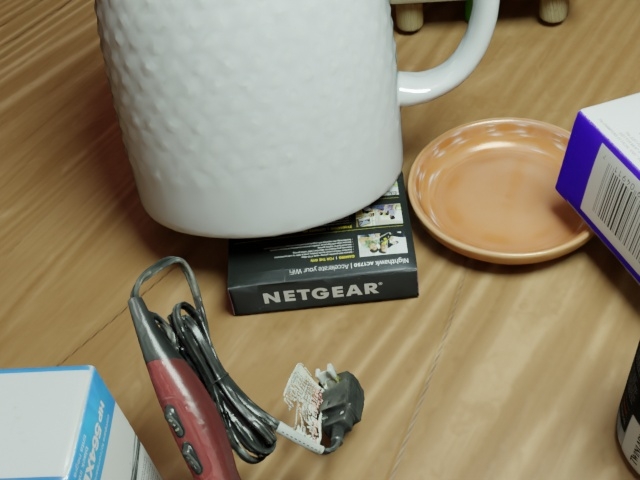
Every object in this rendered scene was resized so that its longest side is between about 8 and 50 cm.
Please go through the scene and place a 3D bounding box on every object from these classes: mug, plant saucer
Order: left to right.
[{"bbox_3d":[-0.022,-0.214,0.763,0.374,0.328,0.276,-5,30,5],"label":"mug"},{"bbox_3d":[0.188,-0.048,0.824,0.199,0.037,0.200,-4,46,5],"label":"plant saucer"}]

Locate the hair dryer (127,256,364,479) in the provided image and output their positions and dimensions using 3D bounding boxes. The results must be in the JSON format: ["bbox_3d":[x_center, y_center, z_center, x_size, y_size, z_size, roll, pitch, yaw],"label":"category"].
[{"bbox_3d":[-0.077,0.168,0.573,0.223,0.080,0.294,34,36,-18],"label":"hair dryer"}]

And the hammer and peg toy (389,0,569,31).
[{"bbox_3d":[0.258,-0.393,1.070,0.361,0.127,0.266,-2,46,6],"label":"hammer and peg toy"}]

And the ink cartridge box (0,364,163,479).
[{"bbox_3d":[-0.202,0.175,0.565,0.148,0.203,0.086,-4,49,5],"label":"ink cartridge box"}]

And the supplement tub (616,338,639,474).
[{"bbox_3d":[0.281,0.095,0.575,0.117,0.190,0.117,-5,47,5],"label":"supplement tub"}]

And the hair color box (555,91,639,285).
[{"bbox_3d":[0.411,-0.067,0.737,0.338,0.110,0.185,-18,51,-14],"label":"hair color box"}]

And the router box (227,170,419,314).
[{"bbox_3d":[0.000,0.000,0.801,0.178,0.046,0.133,-6,48,3],"label":"router box"}]
